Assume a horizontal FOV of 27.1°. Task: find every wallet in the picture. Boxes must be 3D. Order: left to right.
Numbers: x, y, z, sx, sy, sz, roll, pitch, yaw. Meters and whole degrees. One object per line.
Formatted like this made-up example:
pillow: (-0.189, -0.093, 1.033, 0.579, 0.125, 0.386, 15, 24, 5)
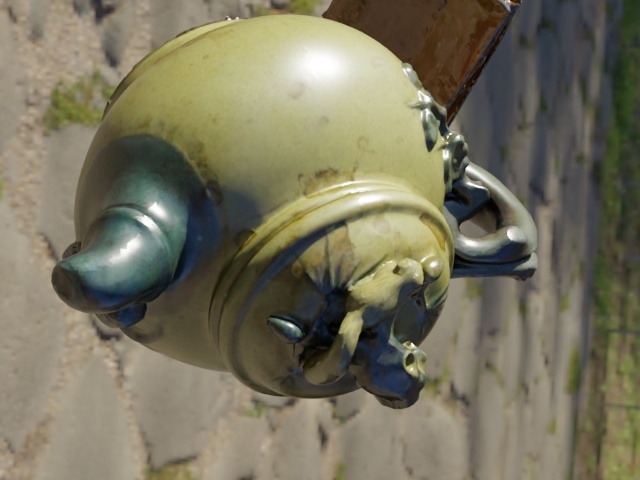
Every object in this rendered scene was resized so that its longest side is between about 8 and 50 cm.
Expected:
wallet: (0.077, -0.182, 1.155, 0.042, 0.161, 0.195, -25, 153, -43)

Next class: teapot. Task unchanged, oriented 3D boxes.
teapot: (0.000, 0.000, 0.592, 0.269, 0.183, 0.173, 0, 129, -37)
